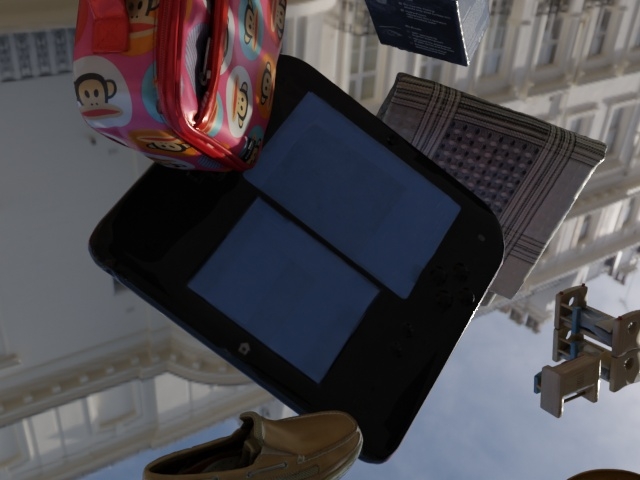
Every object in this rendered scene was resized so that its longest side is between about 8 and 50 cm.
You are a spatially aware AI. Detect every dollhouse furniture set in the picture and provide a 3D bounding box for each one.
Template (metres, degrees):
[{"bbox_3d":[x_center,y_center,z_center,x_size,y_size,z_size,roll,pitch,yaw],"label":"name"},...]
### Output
[{"bbox_3d":[0.393,0.165,1.119,0.184,0.128,0.129,-14,-158,-26],"label":"dollhouse furniture set"}]

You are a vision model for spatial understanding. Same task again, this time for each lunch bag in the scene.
[{"bbox_3d":[-0.121,-0.219,0.625,0.120,0.292,0.258,3,174,15],"label":"lunch bag"}]

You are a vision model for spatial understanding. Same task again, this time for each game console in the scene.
[{"bbox_3d":[0.000,0.000,0.796,0.387,0.060,0.342,37,-119,-4],"label":"game console"}]

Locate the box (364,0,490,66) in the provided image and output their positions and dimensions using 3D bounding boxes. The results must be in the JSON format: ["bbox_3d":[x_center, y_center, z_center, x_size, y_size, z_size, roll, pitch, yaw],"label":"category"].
[{"bbox_3d":[0.157,-0.354,1.056,0.156,0.158,0.093,23,-103,25],"label":"box"}]

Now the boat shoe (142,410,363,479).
[{"bbox_3d":[-0.045,0.164,0.546,0.190,0.072,0.068,-16,-154,-35],"label":"boat shoe"}]

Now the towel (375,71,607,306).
[{"bbox_3d":[0.184,-0.046,1.005,0.312,0.324,0.056,17,-144,-12],"label":"towel"}]

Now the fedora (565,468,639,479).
[{"bbox_3d":[0.326,0.354,0.788,0.195,0.194,0.079,17,-165,19],"label":"fedora"}]
